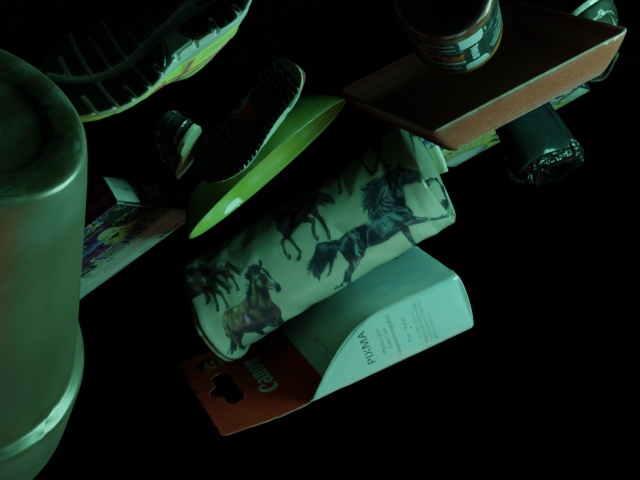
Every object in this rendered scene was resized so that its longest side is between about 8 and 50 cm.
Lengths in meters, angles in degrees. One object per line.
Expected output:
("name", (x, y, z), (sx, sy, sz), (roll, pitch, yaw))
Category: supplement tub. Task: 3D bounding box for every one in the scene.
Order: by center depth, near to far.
("supplement tub", (0.140, -0.237, 1.612), (0.106, 0.106, 0.198), (-32, 167, 5))

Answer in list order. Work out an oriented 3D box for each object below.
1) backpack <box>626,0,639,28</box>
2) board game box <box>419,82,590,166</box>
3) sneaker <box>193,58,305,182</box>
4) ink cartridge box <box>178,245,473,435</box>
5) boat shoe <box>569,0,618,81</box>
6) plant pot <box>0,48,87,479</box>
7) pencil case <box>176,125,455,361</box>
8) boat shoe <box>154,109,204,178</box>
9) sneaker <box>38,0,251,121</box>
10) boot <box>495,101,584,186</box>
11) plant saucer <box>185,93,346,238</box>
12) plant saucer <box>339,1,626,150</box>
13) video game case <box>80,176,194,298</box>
("backpack", (0.522, -0.344, 2.084), (0.173, 0.117, 0.158), (-34, 169, 2))
("board game box", (0.262, -0.184, 2.225), (0.243, 0.042, 0.165), (-30, 169, 22))
("sneaker", (-0.070, -0.125, 1.624), (0.161, 0.057, 0.075), (-51, 174, 12))
("ink cartridge box", (-0.011, 0.119, 2.174), (0.385, 0.091, 0.308), (-22, -160, -10))
("boat shoe", (0.385, -0.281, 2.113), (0.081, 0.069, 0.228), (-31, 168, 3))
("plant pot", (-0.310, 0.007, 1.150), (0.323, 0.323, 0.280), (-19, 147, -44))
("pencil case", (0.000, 0.000, 2.115), (0.410, 0.160, 0.183), (-33, -167, 9))
("boat shoe", (-0.152, -0.103, 1.613), (0.049, 0.042, 0.133), (-56, 175, -14))
("sneaker", (-0.148, -0.157, 1.304), (0.208, 0.081, 0.094), (-29, 170, -9))
("boot", (0.264, -0.168, 1.948), (0.094, 0.207, 0.246), (-37, 167, 25))
("plant saucer", (-0.072, -0.094, 1.746), (0.241, 0.037, 0.241), (-42, 178, -2))
("plant saucer", (0.184, -0.185, 1.732), (0.259, 0.048, 0.258), (-29, -156, -13))
("video game case", (-0.274, 0.008, 1.759), (0.232, 0.042, 0.210), (-35, 168, 19))
